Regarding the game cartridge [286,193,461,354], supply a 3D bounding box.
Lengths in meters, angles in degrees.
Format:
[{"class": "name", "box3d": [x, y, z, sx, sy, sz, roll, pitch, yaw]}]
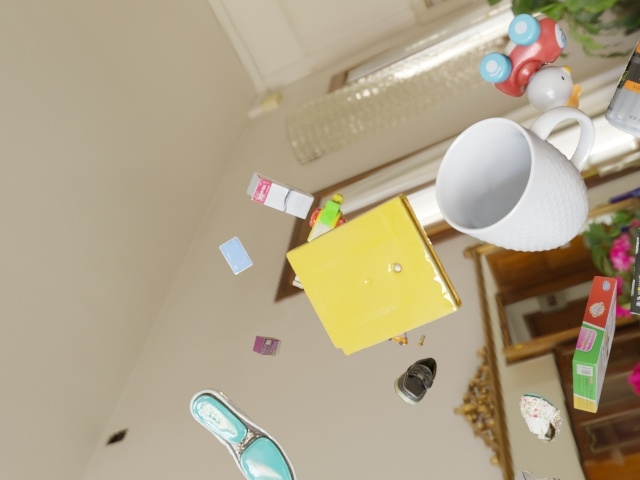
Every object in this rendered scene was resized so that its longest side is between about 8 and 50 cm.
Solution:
[{"class": "game cartridge", "box3d": [0.116, 0.086, 1.731, 0.285, 0.323, 0.052, 62, -151, -2]}]

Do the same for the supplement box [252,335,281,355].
[{"class": "supplement box", "box3d": [-0.173, 0.344, 2.478, 0.083, 0.043, 0.055, 17, -92, -48]}]

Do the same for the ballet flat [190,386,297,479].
[{"class": "ballet flat", "box3d": [-0.204, 0.559, 2.144, 0.400, 0.139, 0.139, 47, -159, -3]}]

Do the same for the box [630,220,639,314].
[{"class": "box", "box3d": [0.970, 0.087, 1.951, 0.079, 0.322, 0.257, 5, -89, -38]}]

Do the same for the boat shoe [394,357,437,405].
[{"class": "boat shoe", "box3d": [0.246, 0.345, 1.917, 0.080, 0.073, 0.223, 39, -162, 10]}]

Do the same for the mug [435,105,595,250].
[{"class": "mug", "box3d": [0.510, -0.149, 1.813, 0.328, 0.374, 0.276, 19, -159, -39]}]

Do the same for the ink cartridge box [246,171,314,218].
[{"class": "ink cartridge box", "box3d": [-0.103, -0.115, 1.943, 0.150, 0.063, 0.109, 20, -172, -17]}]

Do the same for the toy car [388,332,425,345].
[{"class": "toy car", "box3d": [0.226, 0.249, 1.997, 0.122, 0.060, 0.041, 8, -78, -52]}]

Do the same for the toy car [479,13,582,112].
[{"class": "toy car", "box3d": [0.557, -0.406, 1.859, 0.238, 0.210, 0.219, 49, -151, 24]}]

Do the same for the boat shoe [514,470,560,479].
[{"class": "boat shoe", "box3d": [0.529, 0.579, 1.706, 0.096, 0.088, 0.267, 43, 180, -11]}]

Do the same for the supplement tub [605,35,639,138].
[{"class": "supplement tub", "box3d": [0.692, -0.343, 1.411, 0.207, 0.207, 0.338, -46, -23, -70]}]

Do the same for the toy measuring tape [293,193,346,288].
[{"class": "toy measuring tape", "box3d": [0.000, 0.000, 2.490, 0.330, 0.121, 0.121, -67, -23, 2]}]

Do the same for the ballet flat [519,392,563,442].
[{"class": "ballet flat", "box3d": [0.532, 0.432, 1.816, 0.241, 0.091, 0.077, 41, -123, -50]}]

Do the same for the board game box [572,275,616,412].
[{"class": "board game box", "box3d": [0.802, 0.301, 2.218, 0.316, 0.064, 0.242, -60, -34, -36]}]

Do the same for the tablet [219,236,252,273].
[{"class": "tablet", "box3d": [-0.214, 0.038, 1.930, 0.083, 0.054, 0.006, 59, -175, 0]}]
